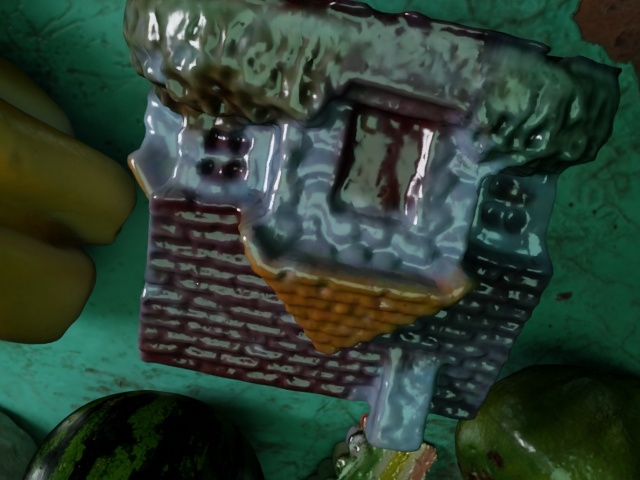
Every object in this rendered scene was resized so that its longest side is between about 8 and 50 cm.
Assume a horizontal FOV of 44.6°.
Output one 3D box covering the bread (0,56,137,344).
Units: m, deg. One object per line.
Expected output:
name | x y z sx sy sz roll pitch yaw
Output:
bread | -0.384 -0.075 0.708 0.424 0.329 0.245 33 68 -13

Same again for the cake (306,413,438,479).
cake | 0.035 0.315 0.958 0.109 0.090 0.225 34 91 -12

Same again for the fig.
fig | 0.280 0.203 0.867 0.235 0.203 0.203 -40 113 -26

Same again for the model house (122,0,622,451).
model house | 0.000 0.000 0.641 0.360 0.297 0.338 11 97 -7

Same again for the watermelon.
watermelon | -0.182 0.290 0.836 0.269 0.269 0.268 0 114 0

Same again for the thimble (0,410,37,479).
thimble | -0.449 0.323 0.874 0.292 0.195 0.291 0 116 -1
